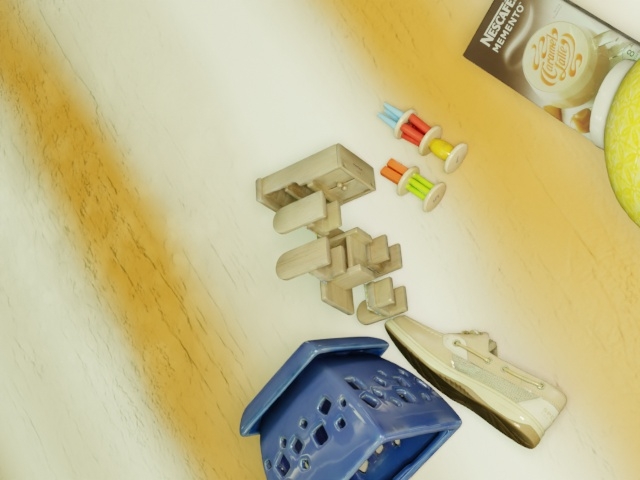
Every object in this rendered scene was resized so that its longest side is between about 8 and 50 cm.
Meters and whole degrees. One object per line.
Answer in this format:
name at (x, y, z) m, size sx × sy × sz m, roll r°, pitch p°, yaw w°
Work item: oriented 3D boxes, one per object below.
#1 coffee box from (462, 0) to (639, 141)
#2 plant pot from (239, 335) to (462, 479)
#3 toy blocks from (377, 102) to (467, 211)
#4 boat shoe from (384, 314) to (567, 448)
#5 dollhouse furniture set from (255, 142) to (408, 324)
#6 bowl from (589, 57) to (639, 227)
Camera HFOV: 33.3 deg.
coffee box at (0.338, -0.245, 1.468) m, size 0.246 × 0.098 × 0.141 m, roll 38°, pitch 112°, yaw 23°
plant pot at (0.033, 0.280, 1.633) m, size 0.236 × 0.236 × 0.212 m, roll -51°, pitch 62°, yaw 24°
toy blocks at (0.135, -0.132, 1.630) m, size 0.148 × 0.054 × 0.123 m, roll 37°, pitch 112°, yaw 24°
boat shoe at (0.224, 0.186, 1.586) m, size 0.302 × 0.109 × 0.098 m, roll 33°, pitch 74°, yaw 37°
dollhouse furniture set at (0.000, 0.000, 1.641) m, size 0.161 × 0.212 × 0.242 m, roll -23°, pitch 56°, yaw 29°
bowl at (0.421, -0.144, 1.289) m, size 0.156 × 0.289 × 0.289 m, roll 27°, pitch 108°, yaw 35°
